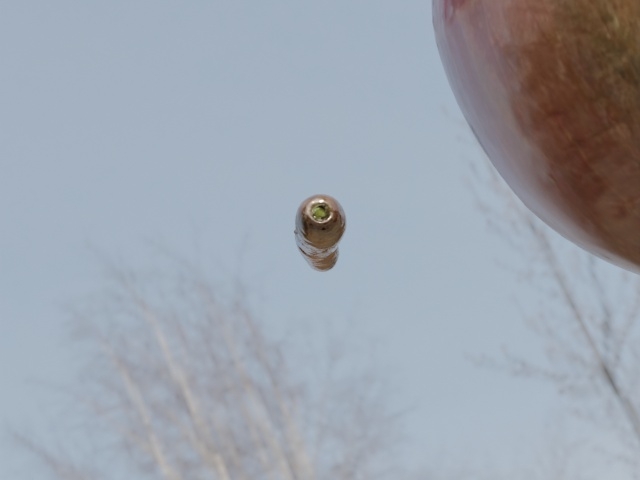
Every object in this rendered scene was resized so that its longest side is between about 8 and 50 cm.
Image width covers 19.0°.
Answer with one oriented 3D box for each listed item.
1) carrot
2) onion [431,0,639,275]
[{"bbox_3d":[-0.001,-0.001,1.342,0.035,0.036,0.165,-20,-11,-6],"label":"carrot"},{"bbox_3d":[0.220,-0.129,0.755,0.353,0.353,0.353,-18,-30,-11],"label":"onion"}]
